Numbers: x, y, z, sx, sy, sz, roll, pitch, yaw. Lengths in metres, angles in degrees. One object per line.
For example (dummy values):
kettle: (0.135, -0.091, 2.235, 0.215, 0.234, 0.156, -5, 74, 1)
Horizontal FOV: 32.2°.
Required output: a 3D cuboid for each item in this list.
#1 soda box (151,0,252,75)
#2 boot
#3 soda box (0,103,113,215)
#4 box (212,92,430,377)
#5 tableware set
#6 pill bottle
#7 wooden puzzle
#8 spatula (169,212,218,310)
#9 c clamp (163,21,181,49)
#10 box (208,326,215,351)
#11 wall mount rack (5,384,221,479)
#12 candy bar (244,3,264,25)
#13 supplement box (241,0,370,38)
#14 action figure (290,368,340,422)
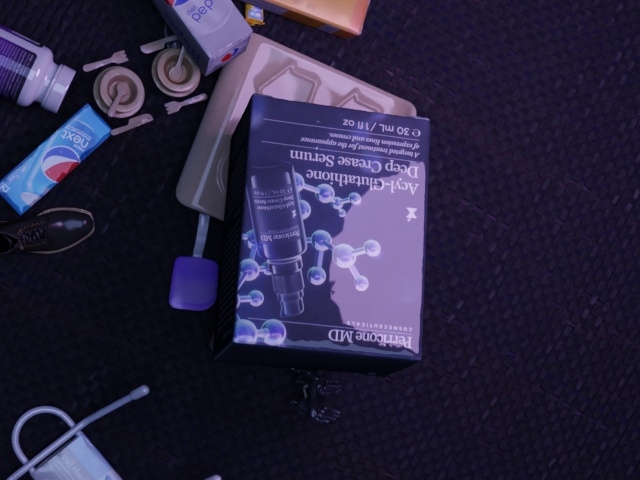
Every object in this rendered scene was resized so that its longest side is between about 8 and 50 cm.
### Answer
soda box: (-0.234, -0.423, 1.844, 0.091, 0.098, 0.286, -35, 88, -14)
boot: (-0.473, -0.006, 1.840, 0.198, 0.137, 0.077, -14, 98, -12)
soda box: (-0.448, -0.137, 1.868, 0.210, 0.071, 0.067, -44, 102, -6)
box: (0.000, 0.000, 1.766, 0.293, 0.212, 0.395, 6, 76, -12)
tableware set: (-0.288, -0.270, 1.865, 0.194, 0.039, 0.128, -25, 95, -24)
pill bottle: (-0.508, -0.287, 1.824, 0.193, 0.108, 0.108, 25, 89, -13)
wooden puzzle: (-0.043, -0.154, 1.946, 0.348, 0.080, 0.322, 21, 84, -11)
spatula: (-0.207, -0.025, 1.952, 0.084, 0.030, 0.296, 8, 92, -14)
c clamp: (-0.206, -0.338, 1.935, 0.160, 0.022, 0.137, -17, 93, -9)
box: (-0.134, 0.103, 1.937, 0.036, 0.114, 0.207, 24, 89, -13)
wall mount rack: (-0.360, 0.411, 1.903, 0.304, 0.130, 0.350, -38, 102, -7)
candy bar: (-0.114, -0.455, 1.945, 0.040, 0.018, 0.161, 2, 93, -12)
supplement box: (-0.036, -0.425, 1.923, 0.233, 0.080, 0.078, 17, 88, -21)
action figure: (-0.014, 0.171, 1.921, 0.141, 0.164, 0.276, -3, 123, 15)
